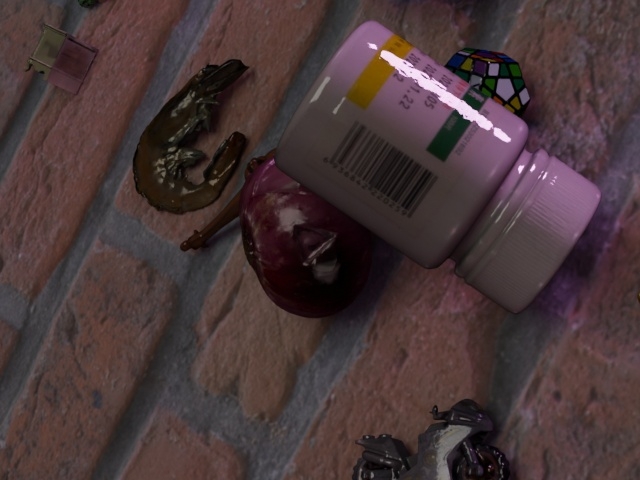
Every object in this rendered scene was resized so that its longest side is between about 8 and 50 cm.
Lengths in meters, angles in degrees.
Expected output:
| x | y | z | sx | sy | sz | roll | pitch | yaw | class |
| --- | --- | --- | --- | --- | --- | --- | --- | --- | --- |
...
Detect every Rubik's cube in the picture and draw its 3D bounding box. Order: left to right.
| x | y | z | sx | sy | sz | roll | pitch | yaw | class |
| --- | --- | --- | --- | --- | --- | --- | --- | --- | --- |
| 0.197 | -0.178 | 1.698 | 0.112 | 0.133 | 0.133 | 38 | 98 | 9 | Rubik's cube |

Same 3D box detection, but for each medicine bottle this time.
| x | y | z | sx | sy | sz | roll | pitch | yaw | class |
| --- | --- | --- | --- | --- | --- | --- | --- | --- | --- |
| 0.137 | -0.080 | 1.574 | 0.339 | 0.208 | 0.208 | 34 | 96 | 2 | medicine bottle |

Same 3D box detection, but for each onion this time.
| x | y | z | sx | sy | sz | roll | pitch | yaw | class |
| --- | --- | --- | --- | --- | --- | --- | --- | --- | --- |
| -0.014 | 0.002 | 1.715 | 0.200 | 0.200 | 0.207 | 47 | 126 | 34 | onion |

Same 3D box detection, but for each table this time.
| x | y | z | sx | sy | sz | roll | pitch | yaw | class |
| --- | --- | --- | --- | --- | --- | --- | --- | --- | --- |
| -0.412 | -0.287 | 2.152 | 0.062 | 0.079 | 0.083 | 27 | 92 | 35 | table |

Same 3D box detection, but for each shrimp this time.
| x | y | z | sx | sy | sz | roll | pitch | yaw | class |
| --- | --- | --- | --- | --- | --- | --- | --- | --- | --- |
| -0.177 | -0.145 | 1.972 | 0.253 | 0.058 | 0.173 | -43 | 65 | 19 | shrimp |

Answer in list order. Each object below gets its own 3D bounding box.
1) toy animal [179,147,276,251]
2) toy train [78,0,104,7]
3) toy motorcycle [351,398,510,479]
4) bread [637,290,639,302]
| x | y | z | sx | sy | sz | roll | pitch | yaw | class |
| --- | --- | --- | --- | --- | --- | --- | --- | --- | --- |
| -0.092 | -0.067 | 1.855 | 0.224 | 0.230 | 0.066 | -35 | 86 | -16 | toy animal |
| -0.379 | -0.438 | 2.198 | 0.087 | 0.050 | 0.138 | -36 | 60 | 25 | toy train |
| 0.127 | 0.254 | 1.629 | 0.215 | 0.080 | 0.123 | -10 | 70 | 35 | toy motorcycle |
| 0.438 | 0.108 | 1.453 | 0.211 | 0.114 | 0.083 | 52 | 121 | 33 | bread |
